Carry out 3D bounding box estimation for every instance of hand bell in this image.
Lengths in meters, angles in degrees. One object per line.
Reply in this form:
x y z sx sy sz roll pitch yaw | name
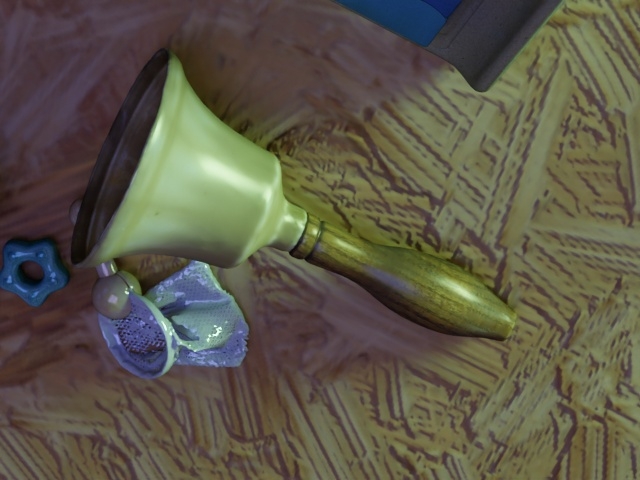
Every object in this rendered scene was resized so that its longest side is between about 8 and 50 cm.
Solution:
0.000 0.000 1.052 0.242 0.126 0.126 23 113 -15 | hand bell

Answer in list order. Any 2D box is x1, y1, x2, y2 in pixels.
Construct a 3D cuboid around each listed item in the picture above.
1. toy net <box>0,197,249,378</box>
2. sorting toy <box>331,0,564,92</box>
-0.155 0.031 1.100 0.232 0.045 0.122 28 112 -4 | toy net
0.032 -0.188 0.892 0.229 0.041 0.307 30 152 -4 | sorting toy
